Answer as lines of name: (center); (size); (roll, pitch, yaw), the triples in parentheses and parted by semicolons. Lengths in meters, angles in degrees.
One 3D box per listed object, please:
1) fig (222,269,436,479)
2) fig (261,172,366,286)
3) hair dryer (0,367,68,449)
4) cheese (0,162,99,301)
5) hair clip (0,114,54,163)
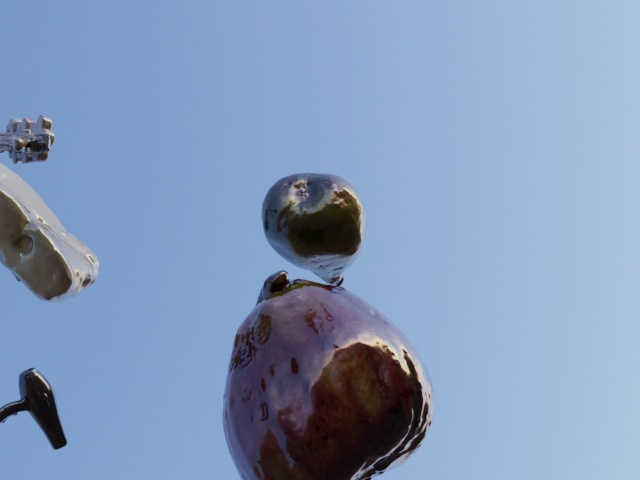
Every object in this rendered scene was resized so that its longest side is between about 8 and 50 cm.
fig: (0.004, 0.159, 1.094); (0.223, 0.263, 0.224); (-1, -52, -2)
fig: (-0.007, -0.017, 1.355); (0.132, 0.127, 0.185); (-22, -18, -5)
hair dryer: (-0.272, 0.164, 0.930); (0.083, 0.031, 0.079); (-28, -75, -36)
cheese: (-0.443, -0.019, 1.512); (0.093, 0.263, 0.159); (-43, 0, 1)
hair clip: (-0.364, -0.124, 1.285); (0.056, 0.214, 0.062); (-1, -84, -23)
